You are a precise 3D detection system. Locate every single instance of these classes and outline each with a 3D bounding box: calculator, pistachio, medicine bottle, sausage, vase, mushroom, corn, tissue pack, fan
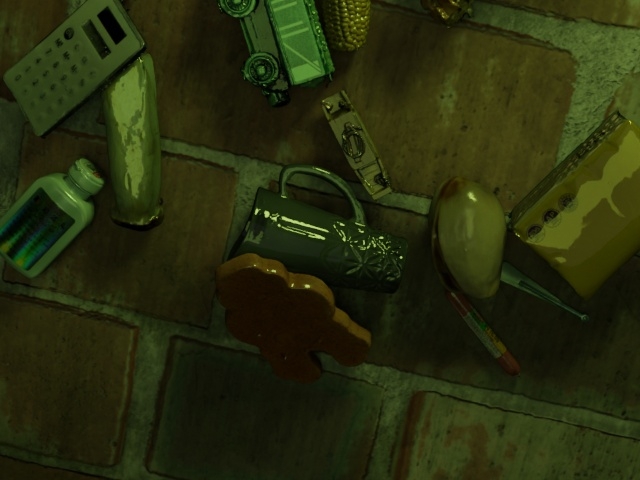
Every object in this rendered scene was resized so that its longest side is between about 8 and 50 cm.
[{"bbox_3d":[-0.424,-0.311,1.723,0.261,0.021,0.161,-39,68,11],"label":"calculator"},{"bbox_3d":[0.252,-0.006,1.717,0.144,0.144,0.215,-6,100,6],"label":"pistachio"},{"bbox_3d":[-0.483,-0.048,1.792,0.121,0.083,0.229,45,104,-4],"label":"medicine bottle"},{"bbox_3d":[0.295,0.165,1.807,0.029,0.029,0.223,-38,98,12],"label":"sausage"},{"bbox_3d":[0.000,0.000,1.740,0.301,0.156,0.251,14,101,-5],"label":"vase"},{"bbox_3d":[-0.332,-0.170,1.755,0.100,0.081,0.312,-3,101,-3],"label":"mushroom"},{"bbox_3d":[0.044,-0.447,1.656,0.091,0.091,0.260,0,104,6],"label":"corn"},{"bbox_3d":[0.477,-0.059,1.687,0.192,0.134,0.271,42,103,-6],"label":"tissue pack"},{"bbox_3d":[0.399,0.095,1.790,0.193,0.016,0.038,29,101,-2],"label":"fan"}]

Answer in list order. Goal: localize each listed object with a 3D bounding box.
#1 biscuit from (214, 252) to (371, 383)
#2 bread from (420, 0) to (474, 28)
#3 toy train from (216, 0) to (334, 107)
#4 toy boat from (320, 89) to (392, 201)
[{"bbox_3d":[-0.058,0.135,1.747,0.202,0.047,0.334,-26,130,23],"label":"biscuit"},{"bbox_3d":[0.244,-0.481,1.603,0.147,0.160,0.260,40,106,3],"label":"bread"},{"bbox_3d":[-0.077,-0.364,1.677,0.154,0.115,0.269,-17,98,4],"label":"toy train"},{"bbox_3d":[0.065,-0.162,1.725,0.057,0.077,0.200,-27,100,9],"label":"toy boat"}]
